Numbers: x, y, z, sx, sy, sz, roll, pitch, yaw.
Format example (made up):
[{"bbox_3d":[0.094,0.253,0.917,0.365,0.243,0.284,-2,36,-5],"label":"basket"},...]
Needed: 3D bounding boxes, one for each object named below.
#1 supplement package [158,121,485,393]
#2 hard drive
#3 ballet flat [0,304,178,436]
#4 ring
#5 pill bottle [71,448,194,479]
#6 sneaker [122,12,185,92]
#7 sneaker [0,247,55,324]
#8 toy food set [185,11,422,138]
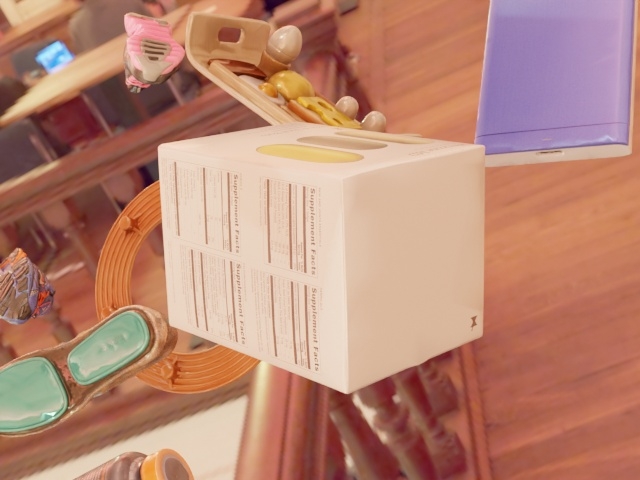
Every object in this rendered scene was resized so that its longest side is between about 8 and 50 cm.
[{"bbox_3d":[0.000,0.000,1.036,0.199,0.198,0.263,-16,21,-42],"label":"supplement package"},{"bbox_3d":[0.334,-0.258,1.468,0.210,0.040,0.318,-3,63,27],"label":"hard drive"},{"bbox_3d":[-0.320,0.179,1.397,0.316,0.107,0.106,-24,-10,19],"label":"ballet flat"},{"bbox_3d":[-0.192,0.055,1.529,0.336,0.336,0.032,-19,-17,19],"label":"ring"},{"bbox_3d":[-0.297,0.383,1.483,0.246,0.130,0.130,-30,21,20],"label":"pill bottle"},{"bbox_3d":[-0.139,-0.140,0.834,0.047,0.057,0.119,14,24,-17],"label":"sneaker"},{"bbox_3d":[-0.410,0.072,1.465,0.083,0.087,0.221,-47,20,0],"label":"sneaker"},{"bbox_3d":[-0.018,-0.217,1.451,0.092,0.306,0.220,-59,-18,20],"label":"toy food set"}]
